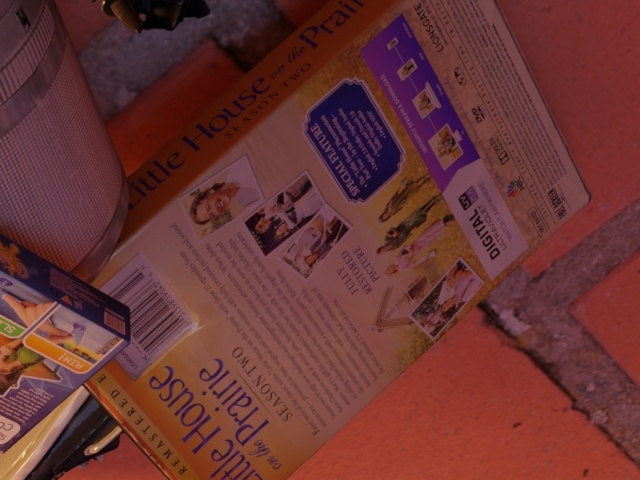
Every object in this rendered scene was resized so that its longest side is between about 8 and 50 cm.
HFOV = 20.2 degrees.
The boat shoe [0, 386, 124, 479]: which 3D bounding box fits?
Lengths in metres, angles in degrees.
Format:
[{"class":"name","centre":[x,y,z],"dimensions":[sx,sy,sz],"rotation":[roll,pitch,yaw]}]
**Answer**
[{"class":"boat shoe","centre":[-0.188,0.131,1.451],"dimensions":[0.091,0.114,0.302],"rotation":[30,112,-32]}]

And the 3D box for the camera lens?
[{"class":"camera lens","centre":[-0.260,-0.079,1.174],"dimensions":[0.219,0.219,0.274],"rotation":[-22,132,-5]}]

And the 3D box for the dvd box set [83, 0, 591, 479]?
[{"class":"dvd box set","centre":[0.000,0.000,1.387],"dimensions":[0.420,0.062,0.308],"rotation":[-42,133,-8]}]

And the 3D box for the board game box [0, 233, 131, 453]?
[{"class":"board game box","centre":[-0.238,0.046,1.117],"dimensions":[0.201,0.035,0.136],"rotation":[33,121,-31]}]

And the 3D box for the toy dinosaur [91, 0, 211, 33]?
[{"class":"toy dinosaur","centre":[-0.157,-0.224,1.048],"dimensions":[0.322,0.218,0.164],"rotation":[-57,171,-23]}]
